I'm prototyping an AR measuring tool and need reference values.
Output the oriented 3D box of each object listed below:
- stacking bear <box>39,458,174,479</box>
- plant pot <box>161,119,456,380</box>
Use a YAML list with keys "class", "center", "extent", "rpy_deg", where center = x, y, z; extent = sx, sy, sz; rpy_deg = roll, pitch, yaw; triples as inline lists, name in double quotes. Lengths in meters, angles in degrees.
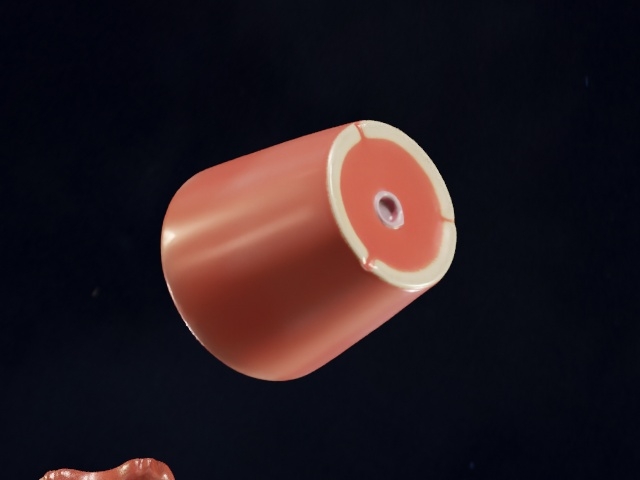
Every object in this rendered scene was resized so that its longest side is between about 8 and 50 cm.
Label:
- class: "stacking bear"
  center: [-0.263, 0.440, 1.726]
  extent: [0.175, 0.289, 0.164]
  rpy_deg: [-8, -46, 4]
- class: "plant pot"
  center: [0.000, 0.000, 1.560]
  extent: [0.243, 0.275, 0.275]
  rpy_deg: [-26, -68, 43]
